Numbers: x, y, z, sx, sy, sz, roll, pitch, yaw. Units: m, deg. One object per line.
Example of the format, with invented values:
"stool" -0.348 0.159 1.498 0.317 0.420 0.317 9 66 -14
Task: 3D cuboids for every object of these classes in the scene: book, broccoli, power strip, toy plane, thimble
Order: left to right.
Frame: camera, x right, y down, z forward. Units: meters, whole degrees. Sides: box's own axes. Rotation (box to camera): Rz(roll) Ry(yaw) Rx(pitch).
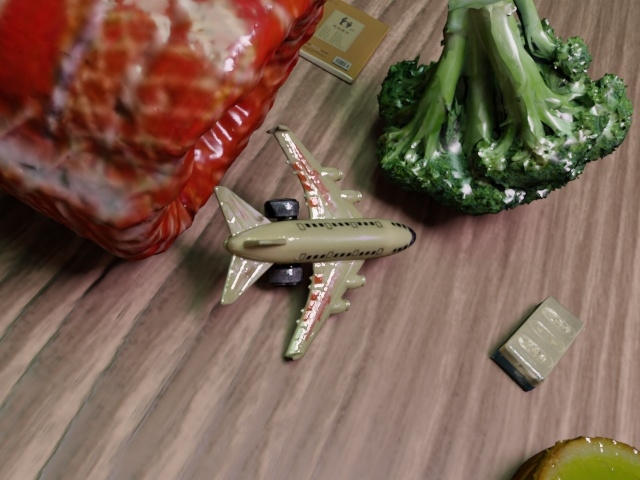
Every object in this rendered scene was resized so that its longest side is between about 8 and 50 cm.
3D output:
"thimble" -0.162 -0.160 0.609 0.231 0.350 0.350 32 48 -4
"toy plane" 0.000 0.000 0.693 0.244 0.092 0.229 -3 89 -42
"book" 0.027 -0.308 1.014 0.118 0.012 0.172 30 48 1
"broccoli" 0.208 -0.175 0.814 0.308 0.275 0.308 -11 38 9
"power strip" 0.251 0.113 0.767 0.056 0.032 0.123 45 50 13

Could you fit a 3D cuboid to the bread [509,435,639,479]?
"bread" 0.262 0.292 0.607 0.236 0.070 0.236 12 52 -15
